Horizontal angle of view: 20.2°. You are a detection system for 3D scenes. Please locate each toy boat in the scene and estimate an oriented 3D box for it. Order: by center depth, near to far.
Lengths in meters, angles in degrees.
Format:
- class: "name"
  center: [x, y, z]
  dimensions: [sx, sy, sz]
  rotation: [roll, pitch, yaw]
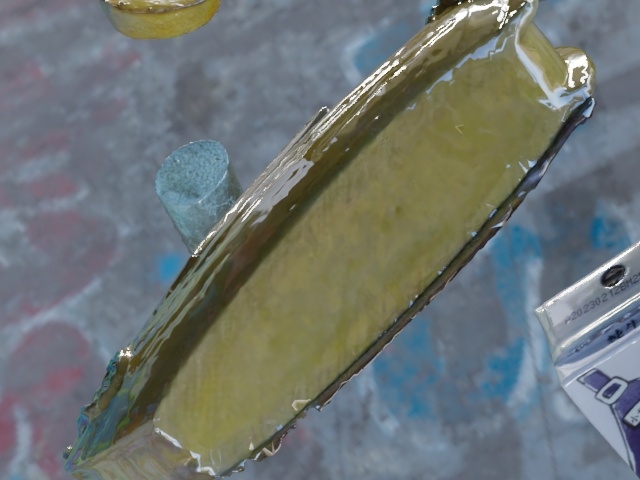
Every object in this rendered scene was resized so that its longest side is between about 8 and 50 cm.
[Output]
- class: "toy boat"
  center: [0.000, 0.000, 0.851]
  dimensions: [0.321, 0.089, 0.121]
  rotation: [-48, 20, -9]

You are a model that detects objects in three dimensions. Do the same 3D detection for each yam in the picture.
- class: "yam"
  center: [-0.083, -0.005, 1.507]
  dimensions: [0.068, 0.169, 0.068]
  rotation: [-12, 45, 12]

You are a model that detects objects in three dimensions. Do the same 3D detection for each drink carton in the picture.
- class: "drink carton"
  center: [0.269, 0.105, 1.287]
  dimensions: [0.134, 0.222, 0.102]
  rotation: [-33, 30, 15]

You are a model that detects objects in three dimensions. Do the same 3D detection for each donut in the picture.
- class: "donut"
  center: [-0.131, -0.198, 1.460]
  dimensions: [0.108, 0.043, 0.097]
  rotation: [6, 42, 18]
